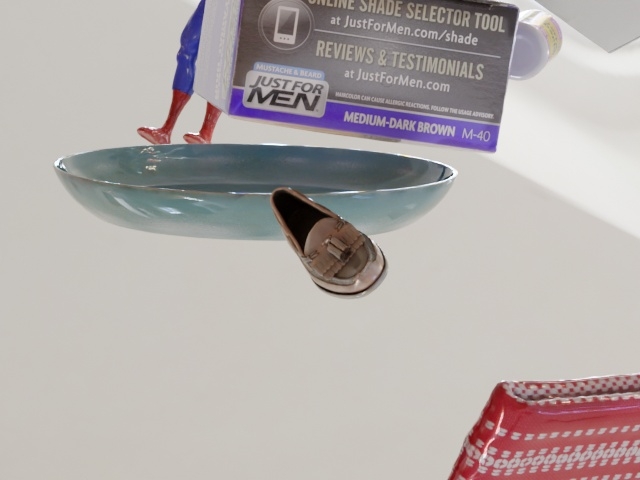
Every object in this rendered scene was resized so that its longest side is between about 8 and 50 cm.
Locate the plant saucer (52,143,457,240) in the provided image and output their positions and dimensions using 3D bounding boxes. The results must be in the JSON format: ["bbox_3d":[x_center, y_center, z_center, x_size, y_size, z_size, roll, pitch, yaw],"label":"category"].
[{"bbox_3d":[-0.051,-0.039,1.553,0.317,0.317,0.044,11,-77,50],"label":"plant saucer"}]

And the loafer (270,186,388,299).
[{"bbox_3d":[0.000,0.000,1.238,0.045,0.039,0.125,-45,-151,-3],"label":"loafer"}]

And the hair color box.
[{"bbox_3d":[0.013,-0.135,1.431,0.339,0.185,0.110,-143,-119,-81],"label":"hair color box"}]

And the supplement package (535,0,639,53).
[{"bbox_3d":[0.166,-0.260,1.172,0.194,0.203,0.149,-63,-164,-24],"label":"supplement package"}]

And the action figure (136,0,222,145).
[{"bbox_3d":[-0.119,-0.240,1.969,0.091,0.139,0.280,10,-108,30],"label":"action figure"}]

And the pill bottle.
[{"bbox_3d":[0.153,-0.145,1.446,0.043,0.083,0.043,5,-73,17],"label":"pill bottle"}]

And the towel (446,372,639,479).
[{"bbox_3d":[0.101,0.149,0.808,0.031,0.198,0.275,60,-40,39],"label":"towel"}]
